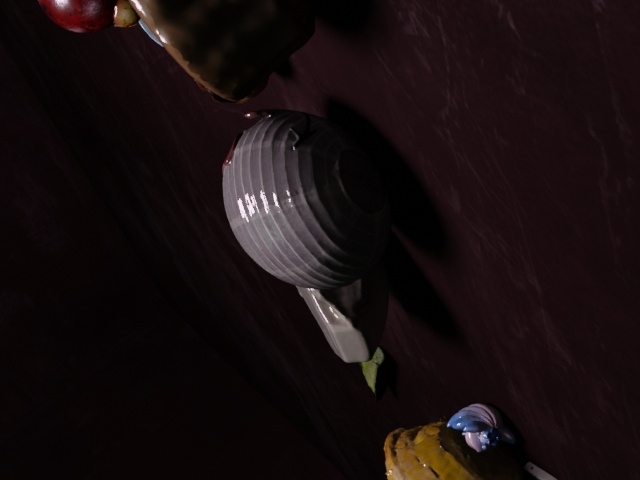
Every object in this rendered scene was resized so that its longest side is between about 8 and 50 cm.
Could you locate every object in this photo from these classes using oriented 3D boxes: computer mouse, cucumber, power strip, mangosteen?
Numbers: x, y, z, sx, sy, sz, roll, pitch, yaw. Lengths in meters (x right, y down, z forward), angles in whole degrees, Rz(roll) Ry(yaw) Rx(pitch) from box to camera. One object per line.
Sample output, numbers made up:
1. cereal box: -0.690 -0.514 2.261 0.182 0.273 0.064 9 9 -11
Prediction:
1. computer mouse: 0.002 -0.004 1.914 0.429 0.145 0.228 59 177 20
2. cucumber: 0.108 0.256 2.414 0.070 0.046 0.220 49 164 21
3. power strip: 0.377 0.403 1.977 0.051 0.019 0.136 58 165 -28
4. mangosteen: -0.319 -0.381 1.753 0.200 0.200 0.200 47 165 17

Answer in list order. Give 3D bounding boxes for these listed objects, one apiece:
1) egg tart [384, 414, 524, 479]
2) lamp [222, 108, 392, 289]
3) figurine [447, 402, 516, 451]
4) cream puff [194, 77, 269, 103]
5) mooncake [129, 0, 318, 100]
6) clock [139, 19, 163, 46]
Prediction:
1. egg tart: 0.242 0.393 2.009 0.290 0.115 0.290 23 -159 -10
2. lamp: -0.025 -0.055 1.672 0.265 0.233 0.233 44 172 -31
3. figurine: 0.260 0.308 1.986 0.114 0.079 0.114 7 175 1
4. cream puff: -0.126 -0.263 1.721 0.104 0.119 0.133 0 142 45
5. mooncake: -0.132 -0.317 1.388 0.290 0.161 0.290 50 -169 -13
6. clock: -0.283 -0.384 2.050 0.108 0.045 0.147 54 167 -6
